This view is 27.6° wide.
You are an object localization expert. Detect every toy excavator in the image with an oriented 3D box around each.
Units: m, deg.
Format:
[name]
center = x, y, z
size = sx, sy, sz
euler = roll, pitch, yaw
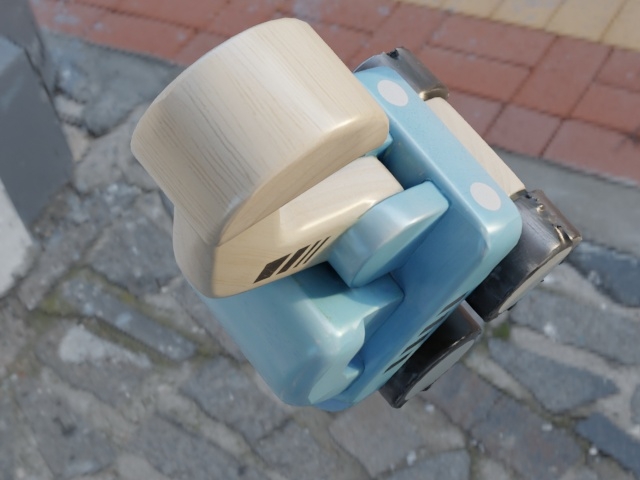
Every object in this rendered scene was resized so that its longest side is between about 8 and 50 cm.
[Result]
[toy excavator]
center = 0.000, 0.000, 0.945
size = 0.222, 0.433, 0.445
euler = 50, 42, 13
